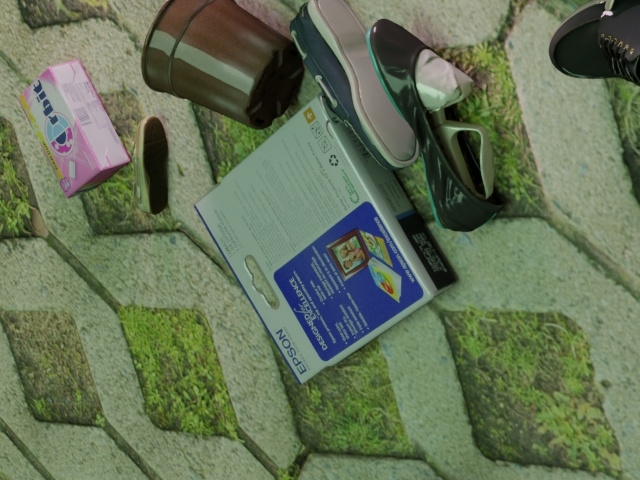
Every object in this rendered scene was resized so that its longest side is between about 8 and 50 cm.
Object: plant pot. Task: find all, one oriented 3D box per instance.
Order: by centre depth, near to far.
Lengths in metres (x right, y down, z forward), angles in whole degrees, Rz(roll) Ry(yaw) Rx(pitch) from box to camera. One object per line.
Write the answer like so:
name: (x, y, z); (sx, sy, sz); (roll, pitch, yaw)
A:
plant pot: (-0.121, -0.236, 1.989); (0.165, 0.167, 0.167); (30, 125, 23)

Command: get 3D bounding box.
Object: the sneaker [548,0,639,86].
sneaker: (0.319, -0.202, 1.601); (0.222, 0.118, 0.083); (-12, 121, 44)

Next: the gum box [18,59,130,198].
gum box: (-0.381, -0.175, 2.313); (0.107, 0.062, 0.188); (-31, 84, 45)

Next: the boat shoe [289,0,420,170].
boat shoe: (0.037, -0.190, 1.897); (0.079, 0.095, 0.254); (-40, 76, 42)

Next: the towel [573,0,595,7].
towel: (0.274, -0.330, 1.672); (0.148, 0.027, 0.110); (39, 128, 27)

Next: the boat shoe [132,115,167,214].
boat shoe: (-0.258, -0.113, 2.231); (0.048, 0.056, 0.153); (18, 125, 32)

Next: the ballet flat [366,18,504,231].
ballet flat: (0.151, -0.146, 1.821); (0.096, 0.095, 0.280); (-14, 106, 35)

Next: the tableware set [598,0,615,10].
tableware set: (0.293, -0.338, 1.612); (0.168, 0.020, 0.141); (40, 122, 31)

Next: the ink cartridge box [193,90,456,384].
ink cartridge box: (0.000, 0.000, 2.029); (0.307, 0.072, 0.304); (-37, 81, 46)
